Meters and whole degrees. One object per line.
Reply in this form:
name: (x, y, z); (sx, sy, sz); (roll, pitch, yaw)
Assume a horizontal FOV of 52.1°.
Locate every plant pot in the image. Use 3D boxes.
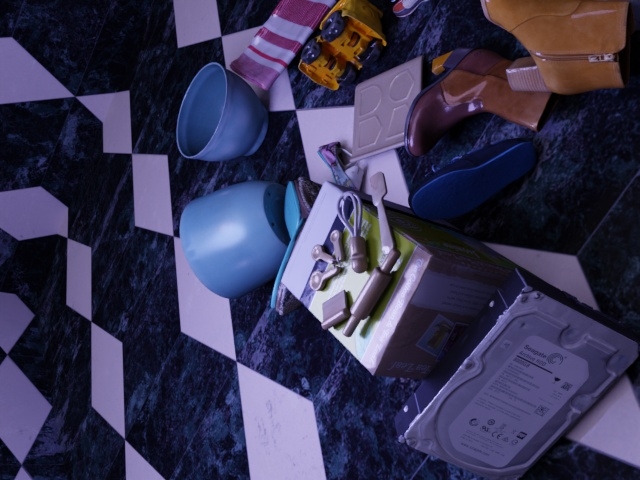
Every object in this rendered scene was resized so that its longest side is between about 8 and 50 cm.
plant pot: (-0.176, -0.021, 1.698); (0.235, 0.293, 0.293); (-23, 60, 30)
plant pot: (-0.283, -0.367, 2.002); (0.293, 0.196, 0.293); (-20, 64, 46)

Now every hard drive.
hard drive: (0.305, 0.230, 1.034); (0.339, 0.236, 0.064); (-57, 17, 22)

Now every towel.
towel: (-0.114, -0.599, 1.914); (0.329, 0.037, 0.237); (-52, 42, 1)

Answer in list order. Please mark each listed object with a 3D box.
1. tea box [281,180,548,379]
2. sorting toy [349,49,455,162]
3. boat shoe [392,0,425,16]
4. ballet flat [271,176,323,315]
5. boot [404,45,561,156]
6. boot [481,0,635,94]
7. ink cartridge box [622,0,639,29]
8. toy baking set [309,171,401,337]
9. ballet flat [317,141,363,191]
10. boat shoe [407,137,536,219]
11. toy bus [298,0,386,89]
tea box: (0.165, 0.079, 1.183); (0.323, 0.329, 0.220); (40, 111, 48)
sorting toy: (0.193, -0.312, 1.514); (0.307, 0.041, 0.229); (-13, 64, 46)
boat shoe: (0.219, -0.579, 1.560); (0.137, 0.043, 0.049); (-16, 69, 49)
ballet flat: (0.000, 0.000, 1.456); (0.483, 0.181, 0.164); (-88, 11, -60)
boot: (0.322, -0.248, 1.279); (0.264, 0.096, 0.280); (-52, 43, -5)
boot: (0.386, -0.372, 1.057); (0.211, 0.295, 0.104); (3, 42, 41)
ink cartridge box: (0.527, -0.517, 1.082); (0.271, 0.130, 0.310); (16, 91, 51)
toy baking set: (0.050, 0.023, 1.050); (0.256, 0.030, 0.197); (-58, 41, 22)
ballet flat: (0.060, -0.172, 1.618); (0.079, 0.077, 0.222); (-32, 50, 9)
boat shoe: (0.278, -0.113, 1.232); (0.089, 0.258, 0.109); (-129, 20, -63)
toy bus: (0.056, -0.533, 1.685); (0.220, 0.149, 0.212); (-36, 39, 43)
